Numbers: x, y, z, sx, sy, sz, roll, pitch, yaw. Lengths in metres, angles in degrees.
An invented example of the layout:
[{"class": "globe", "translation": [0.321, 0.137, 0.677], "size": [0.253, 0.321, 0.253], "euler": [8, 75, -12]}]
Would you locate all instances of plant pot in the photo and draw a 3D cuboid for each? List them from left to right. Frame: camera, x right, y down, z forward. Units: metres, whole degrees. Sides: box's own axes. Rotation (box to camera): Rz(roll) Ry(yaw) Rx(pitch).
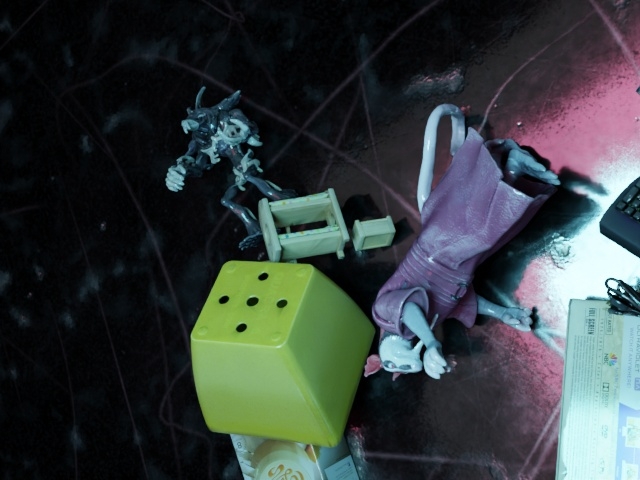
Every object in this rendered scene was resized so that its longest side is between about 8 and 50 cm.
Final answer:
[{"class": "plant pot", "translation": [-0.068, 0.143, 1.280], "size": [0.212, 0.187, 0.212], "euler": [2, 48, 24]}]

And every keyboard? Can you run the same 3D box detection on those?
[{"class": "keyboard", "translation": [0.470, 0.050, 1.078], "size": [0.317, 0.033, 0.201], "euler": [39, 92, 35]}]

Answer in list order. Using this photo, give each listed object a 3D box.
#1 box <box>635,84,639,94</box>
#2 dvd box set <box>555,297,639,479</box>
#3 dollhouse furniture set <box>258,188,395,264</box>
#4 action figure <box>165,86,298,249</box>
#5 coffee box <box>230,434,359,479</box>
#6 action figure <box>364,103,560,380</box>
[{"class": "box", "translation": [0.480, -0.216, 1.133], "size": [0.094, 0.027, 0.137], "euler": [42, 108, 22]}, {"class": "dvd box set", "translation": [0.497, 0.228, 1.059], "size": [0.421, 0.062, 0.307], "euler": [0, 76, 29]}, {"class": "dollhouse furniture set", "translation": [0.000, 0.000, 1.380], "size": [0.161, 0.182, 0.101], "euler": [105, 153, -57]}, {"class": "action figure", "translation": [-0.153, -0.130, 1.426], "size": [0.164, 0.141, 0.275], "euler": [-45, 72, 24]}, {"class": "coffee box", "translation": [-0.027, 0.365, 1.365], "size": [0.141, 0.098, 0.246], "euler": [-27, 76, 26]}, {"class": "action figure", "translation": [0.150, 0.027, 1.190], "size": [0.276, 0.248, 0.370], "euler": [41, 105, 25]}]
